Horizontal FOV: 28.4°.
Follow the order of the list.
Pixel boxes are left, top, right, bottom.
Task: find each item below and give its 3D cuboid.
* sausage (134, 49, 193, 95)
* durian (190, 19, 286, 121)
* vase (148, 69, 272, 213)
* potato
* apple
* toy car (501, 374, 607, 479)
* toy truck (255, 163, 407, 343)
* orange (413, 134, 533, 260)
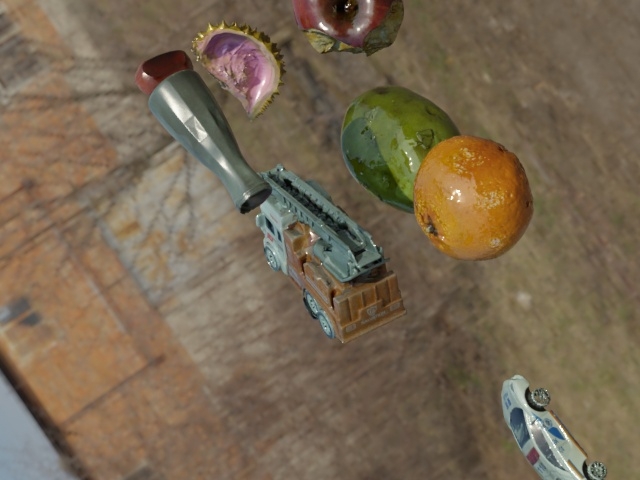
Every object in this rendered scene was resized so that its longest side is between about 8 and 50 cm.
[{"bbox_3d":[-0.236,-0.252,1.922,0.059,0.094,0.054,57,160,20],"label":"sausage"},{"bbox_3d":[-0.142,-0.325,2.308,0.182,0.132,0.165,42,164,-6],"label":"durian"},{"bbox_3d":[-0.149,-0.135,1.767,0.214,0.086,0.086,52,173,17],"label":"vase"},{"bbox_3d":[0.139,-0.149,2.098,0.148,0.186,0.253,10,-138,-47],"label":"potato"},{"bbox_3d":[0.040,-0.342,1.850,0.158,0.156,0.147,-13,-97,-84],"label":"apple"},{"bbox_3d":[0.295,0.266,1.628,0.205,0.056,0.095,53,159,19],"label":"toy car"},{"bbox_3d":[0.000,0.000,2.071,0.338,0.133,0.184,48,155,45],"label":"toy truck"},{"bbox_3d":[0.221,-0.060,1.880,0.193,0.161,0.193,52,152,43],"label":"orange"}]
